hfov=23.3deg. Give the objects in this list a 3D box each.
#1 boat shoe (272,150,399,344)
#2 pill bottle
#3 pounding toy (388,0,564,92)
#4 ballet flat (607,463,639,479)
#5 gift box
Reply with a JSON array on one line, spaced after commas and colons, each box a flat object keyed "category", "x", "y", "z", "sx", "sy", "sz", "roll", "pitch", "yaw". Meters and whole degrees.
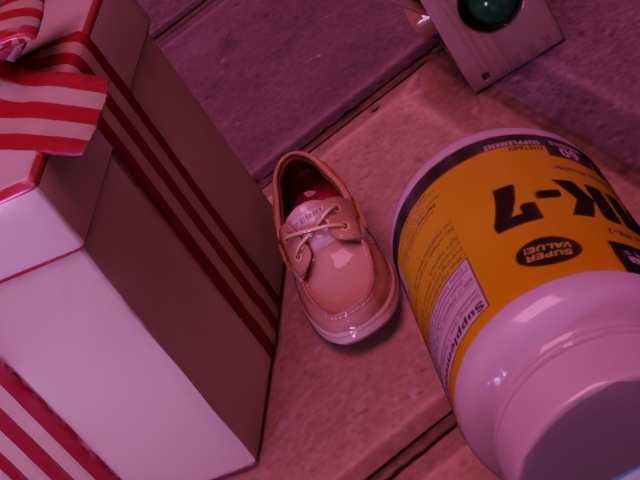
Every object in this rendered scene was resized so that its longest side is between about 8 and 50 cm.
[{"category": "boat shoe", "x": 0.000, "y": 0.000, "z": 0.941, "sx": 0.063, "sy": 0.059, "sz": 0.170, "roll": -32, "pitch": 31, "yaw": 4}, {"category": "pill bottle", "x": 0.110, "y": 0.042, "z": 0.723, "sx": 0.119, "sy": 0.119, "sz": 0.208, "roll": -31, "pitch": 32, "yaw": 7}, {"category": "pounding toy", "x": 0.081, "y": -0.171, "z": 1.029, "sx": 0.100, "sy": 0.130, "sz": 0.141, "roll": -31, "pitch": 31, "yaw": 6}, {"category": "ballet flat", "x": 0.055, "y": 0.204, "z": 0.578, "sx": 0.409, "sy": 0.147, "sz": 0.147, "roll": -30, "pitch": 31, "yaw": 13}, {"category": "gift box", "x": -0.173, "y": 0.015, "z": 0.895, "sx": 0.255, "sy": 0.258, "sz": 0.276, "roll": -25, "pitch": 31, "yaw": 17}]
